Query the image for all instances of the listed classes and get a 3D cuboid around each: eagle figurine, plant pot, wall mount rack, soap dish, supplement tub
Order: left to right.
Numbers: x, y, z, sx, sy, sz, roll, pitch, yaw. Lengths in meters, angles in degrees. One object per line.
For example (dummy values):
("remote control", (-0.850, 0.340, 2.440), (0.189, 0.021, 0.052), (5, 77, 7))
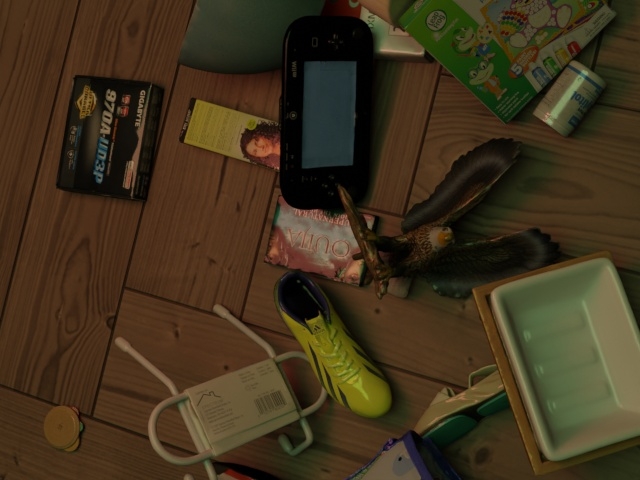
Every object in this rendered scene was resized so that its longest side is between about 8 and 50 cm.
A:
("wall mount rack", (-0.172, 0.248, 1.959), (0.130, 0.350, 0.304), (-42, 70, 51))
("plant pot", (-0.101, -0.399, 1.990), (0.195, 0.290, 0.290), (22, 94, -7))
("eagle figurine", (0.206, -0.009, 1.878), (0.298, 0.225, 0.226), (-19, 122, -9))
("soap dish", (0.372, 0.184, 1.764), (0.228, 0.118, 0.291), (-15, 79, -12))
("supplement tub", (0.394, -0.224, 1.856), (0.071, 0.071, 0.107), (39, 101, 21))

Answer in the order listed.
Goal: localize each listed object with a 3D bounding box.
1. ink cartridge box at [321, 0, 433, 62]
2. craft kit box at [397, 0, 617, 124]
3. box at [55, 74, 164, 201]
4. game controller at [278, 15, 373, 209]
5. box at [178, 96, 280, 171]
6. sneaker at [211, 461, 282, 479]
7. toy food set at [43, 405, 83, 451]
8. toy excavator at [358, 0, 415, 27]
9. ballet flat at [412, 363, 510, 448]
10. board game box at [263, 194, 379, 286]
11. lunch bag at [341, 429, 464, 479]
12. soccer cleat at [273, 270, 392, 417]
("ink cartridge box", (0.092, -0.450, 2.007), (0.238, 0.060, 0.275), (7, 88, 22))
("craft kit box", (0.293, -0.350, 1.836), (0.246, 0.061, 0.250), (39, 104, -21))
("box", (-0.394, -0.191, 2.188), (0.175, 0.051, 0.220), (9, 88, 23))
("game controller", (0.008, -0.210, 1.942), (0.067, 0.166, 0.319), (16, 108, 50))
("box", (-0.133, -0.182, 2.076), (0.232, 0.058, 0.087), (17, 92, 23))
("sneaker", (-0.086, 0.478, 1.981), (0.270, 0.090, 0.145), (17, 90, 20))
("toy food set", (-0.481, 0.348, 2.193), (0.083, 0.020, 0.083), (14, 90, 23))
("toy excavator", (0.263, -0.578, 1.839), (0.222, 0.433, 0.445), (38, 137, 30))
("ballet flat", (0.238, 0.259, 1.882), (0.248, 0.086, 0.086), (-30, 75, 16))
("board game box", (0.000, 0.000, 2.022), (0.186, 0.026, 0.126), (12, 90, 23))
("lunch bag", (0.131, 0.529, 1.781), (0.328, 0.239, 0.385), (-42, 62, 9))
("soccer cleat", (0.014, 0.172, 1.943), (0.093, 0.121, 0.289), (-34, 72, -8))
